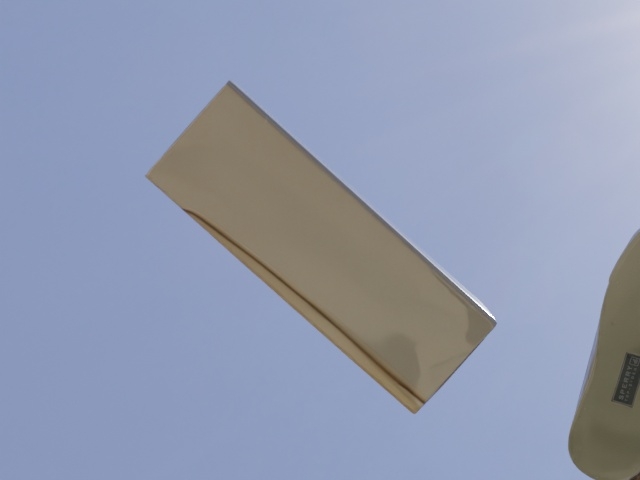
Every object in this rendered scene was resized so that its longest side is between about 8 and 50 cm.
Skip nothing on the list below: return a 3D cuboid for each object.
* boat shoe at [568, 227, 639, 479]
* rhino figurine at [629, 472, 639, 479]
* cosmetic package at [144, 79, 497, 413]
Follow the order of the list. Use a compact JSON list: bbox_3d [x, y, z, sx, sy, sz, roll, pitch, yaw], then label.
[{"bbox_3d":[0.232,0.062,1.082,0.079,0.081,0.227,20,-64,8],"label":"boat shoe"},{"bbox_3d":[0.373,0.290,1.538,0.243,0.073,0.106,45,-55,21],"label":"rhino figurine"},{"bbox_3d":[0.000,0.000,1.352,0.309,0.160,0.113,41,-87,-5],"label":"cosmetic package"}]
